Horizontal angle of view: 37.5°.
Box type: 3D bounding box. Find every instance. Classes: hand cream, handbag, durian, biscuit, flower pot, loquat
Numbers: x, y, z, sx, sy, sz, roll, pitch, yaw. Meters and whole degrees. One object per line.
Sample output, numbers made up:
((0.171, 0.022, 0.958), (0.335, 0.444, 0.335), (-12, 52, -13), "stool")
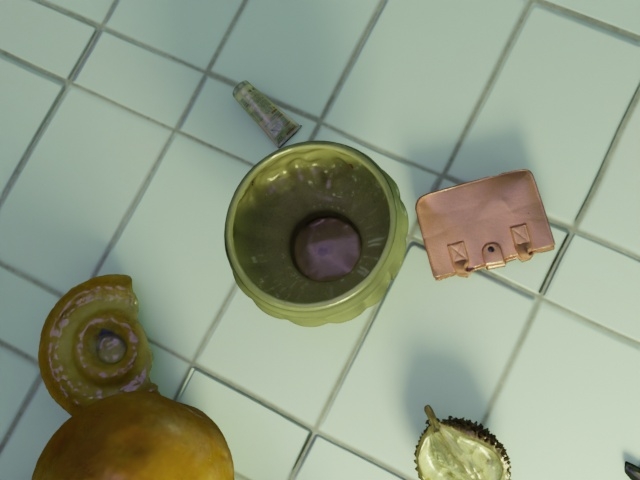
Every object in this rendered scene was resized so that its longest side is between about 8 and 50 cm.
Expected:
((-0.104, -0.240, 1.755), (0.061, 0.039, 0.143), (-43, 82, -8), "hand cream")
((0.280, -0.024, 1.617), (0.213, 0.059, 0.157), (-15, 74, 6), "handbag")
((0.227, 0.338, 1.520), (0.148, 0.091, 0.188), (-36, 93, 25), "durian")
((-0.396, 0.204, 1.671), (0.213, 0.091, 0.274), (-24, 76, 2), "biscuit")
((0.000, 0.000, 1.569), (0.308, 0.244, 0.307), (-2, 75, 9), "flower pot")
((-0.293, 0.400, 1.489), (0.329, 0.328, 0.328), (-2, 76, 10), "loquat")

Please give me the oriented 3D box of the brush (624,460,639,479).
((0.557, 0.417, 1.484), (0.193, 0.016, 0.063), (38, 85, 16), "brush")
